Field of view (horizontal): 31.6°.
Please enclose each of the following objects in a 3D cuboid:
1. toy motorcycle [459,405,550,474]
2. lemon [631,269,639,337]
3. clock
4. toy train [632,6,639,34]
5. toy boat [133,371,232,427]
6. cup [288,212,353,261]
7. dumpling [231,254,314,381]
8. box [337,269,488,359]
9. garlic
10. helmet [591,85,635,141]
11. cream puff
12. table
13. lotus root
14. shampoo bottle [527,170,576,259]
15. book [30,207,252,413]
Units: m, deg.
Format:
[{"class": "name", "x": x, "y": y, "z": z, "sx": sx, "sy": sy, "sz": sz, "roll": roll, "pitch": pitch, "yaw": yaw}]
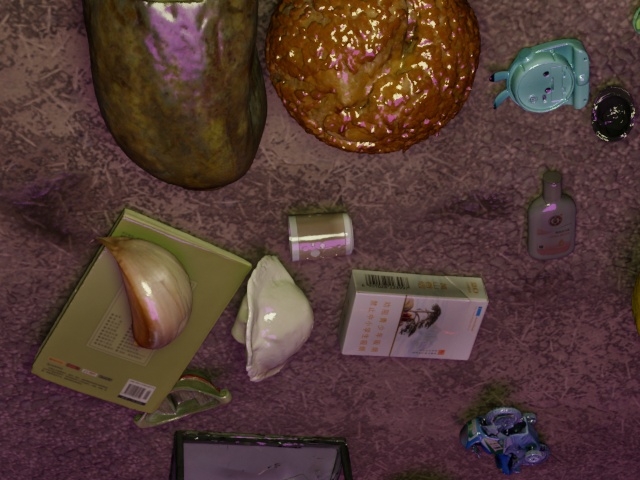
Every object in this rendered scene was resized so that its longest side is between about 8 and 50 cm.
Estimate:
[{"class": "toy motorcycle", "x": 0.352, "y": 0.386, "z": 2.172, "sx": 0.135, "sy": 0.092, "sz": 0.254, "roll": -19, "pitch": 140, "yaw": 20}, {"class": "lemon", "x": 0.649, "y": 0.094, "z": 1.842, "sx": 0.268, "sy": 0.268, "sz": 0.322, "roll": 5, "pitch": 142, "yaw": -11}, {"class": "clock", "x": 0.320, "y": -0.234, "z": 1.662, "sx": 0.147, "sy": 0.045, "sz": 0.108, "roll": -10, "pitch": 130, "yaw": 2}, {"class": "toy train", "x": 0.560, "y": -0.290, "z": 1.619, "sx": 0.157, "sy": 0.105, "sz": 0.253, "roll": -39, "pitch": 125, "yaw": 7}, {"class": "toy boat", "x": -0.246, "y": 0.281, "z": 2.014, "sx": 0.185, "sy": 0.071, "sz": 0.089, "roll": -18, "pitch": 131, "yaw": 9}, {"class": "cup", "x": 0.001, "y": 0.004, "z": 1.806, "sx": 0.099, "sy": 0.074, "sz": 0.102, "roll": -5, "pitch": 131, "yaw": -4}, {"class": "dumpling", "x": -0.089, "y": 0.147, "z": 1.863, "sx": 0.126, "sy": 0.166, "sz": 0.216, "roll": 32, "pitch": 132, "yaw": 7}, {"class": "box", "x": 0.157, "y": 0.130, "z": 1.940, "sx": 0.233, "sy": 0.067, "sz": 0.150, "roll": 4, "pitch": 132, "yaw": -10}, {"class": "garlic", "x": -0.259, "y": 0.074, "z": 1.767, "sx": 0.115, "sy": 0.128, "sz": 0.207, "roll": -29, "pitch": 119, "yaw": -22}, {"class": "helmet", "x": 0.447, "y": -0.193, "z": 1.711, "sx": 0.065, "sy": 0.049, "sz": 0.084, "roll": 13, "pitch": 105, "yaw": 23}, {"class": "cream puff", "x": 0.071, "y": -0.239, "z": 1.517, "sx": 0.302, "sy": 0.212, "sz": 0.303, "roll": -2, "pitch": 130, "yaw": -2}, {"class": "table", "x": -0.115, "y": 0.538, "z": 2.118, "sx": 0.334, "sy": 0.272, "sz": 0.222, "roll": 4, "pitch": 129, "yaw": -11}, {"class": "lotus root", "x": -0.182, "y": -0.222, "z": 1.489, "sx": 0.250, "sy": 0.251, "sz": 0.346, "roll": -8, "pitch": 134, "yaw": -1}, {"class": "shampoo bottle", "x": 0.377, "y": -0.039, "z": 1.839, "sx": 0.079, "sy": 0.040, "sz": 0.165, "roll": -7, "pitch": 132, "yaw": 1}, {"class": "book", "x": -0.299, "y": 0.128, "z": 1.870, "sx": 0.239, "sy": 0.035, "sz": 0.352, "roll": 24, "pitch": 115, "yaw": -23}]
